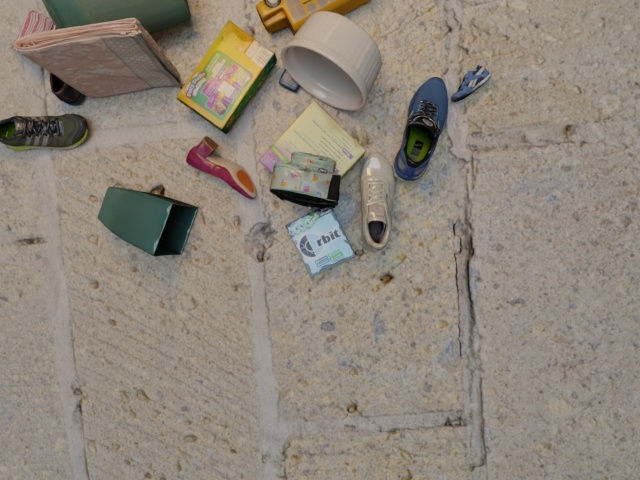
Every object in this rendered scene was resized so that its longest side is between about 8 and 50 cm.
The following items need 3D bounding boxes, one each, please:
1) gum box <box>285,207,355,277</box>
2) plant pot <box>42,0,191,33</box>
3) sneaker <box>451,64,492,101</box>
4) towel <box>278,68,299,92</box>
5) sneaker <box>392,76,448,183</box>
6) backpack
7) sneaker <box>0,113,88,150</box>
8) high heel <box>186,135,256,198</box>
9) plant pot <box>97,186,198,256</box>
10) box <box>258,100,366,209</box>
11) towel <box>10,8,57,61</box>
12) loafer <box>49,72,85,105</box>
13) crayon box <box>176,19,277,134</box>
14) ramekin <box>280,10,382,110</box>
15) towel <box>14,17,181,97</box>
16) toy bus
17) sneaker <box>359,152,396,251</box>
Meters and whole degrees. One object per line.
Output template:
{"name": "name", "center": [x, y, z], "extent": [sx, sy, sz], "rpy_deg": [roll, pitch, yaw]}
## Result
{"name": "gum box", "center": [0.000, 0.000, 1.392], "extent": [0.157, 0.041, 0.184], "rpy_deg": [-27, 92, 4]}
{"name": "plant pot", "center": [-0.569, -0.720, 1.252], "extent": [0.334, 0.341, 0.340], "rpy_deg": [-16, 92, -5]}
{"name": "sneaker", "center": [0.449, -0.476, 1.342], "extent": [0.144, 0.053, 0.059], "rpy_deg": [-37, 92, -5]}
{"name": "towel", "center": [-0.077, -0.526, 1.372], "extent": [0.067, 0.029, 0.119], "rpy_deg": [28, 95, 1]}
{"name": "sneaker", "center": [0.311, -0.335, 1.296], "extent": [0.130, 0.147, 0.329], "rpy_deg": [16, 80, 1]}
{"name": "backpack", "center": [-0.043, -0.164, 1.205], "extent": [0.189, 0.166, 0.144], "rpy_deg": [4, 92, -1]}
{"name": "sneaker", "center": [-0.875, -0.338, 1.371], "extent": [0.300, 0.121, 0.111], "rpy_deg": [-9, 93, 3]}
{"name": "high heel", "center": [-0.313, -0.203, 1.391], "extent": [0.244, 0.082, 0.117], "rpy_deg": [44, 124, -13]}
{"name": "plant pot", "center": [-0.540, -0.074, 1.356], "extent": [0.234, 0.165, 0.165], "rpy_deg": [23, 94, 9]}
{"name": "box", "center": [-0.023, -0.251, 1.342], "extent": [0.213, 0.117, 0.243], "rpy_deg": [43, 93, -1]}
{"name": "towel", "center": [-0.885, -0.632, 1.359], "extent": [0.197, 0.029, 0.144], "rpy_deg": [32, 93, 30]}
{"name": "loafer", "center": [-0.788, -0.580, 1.367], "extent": [0.109, 0.095, 0.302], "rpy_deg": [-1, 93, 4]}
{"name": "crayon box", "center": [-0.278, -0.485, 1.327], "extent": [0.165, 0.081, 0.278], "rpy_deg": [36, 93, -1]}
{"name": "ramekin", "center": [0.039, -0.507, 1.252], "extent": [0.277, 0.277, 0.135], "rpy_deg": [31, 84, 1]}
{"name": "towel", "center": [-0.598, -0.496, 1.247], "extent": [0.317, 0.332, 0.053], "rpy_deg": [-8, 86, 2]}
{"name": "toy bus", "center": [-0.018, -0.716, 1.321], "extent": [0.333, 0.108, 0.130], "rpy_deg": [-27, 93, 3]}
{"name": "sneaker", "center": [0.178, -0.114, 1.324], "extent": [0.114, 0.152, 0.304], "rpy_deg": [-2, 92, 3]}
